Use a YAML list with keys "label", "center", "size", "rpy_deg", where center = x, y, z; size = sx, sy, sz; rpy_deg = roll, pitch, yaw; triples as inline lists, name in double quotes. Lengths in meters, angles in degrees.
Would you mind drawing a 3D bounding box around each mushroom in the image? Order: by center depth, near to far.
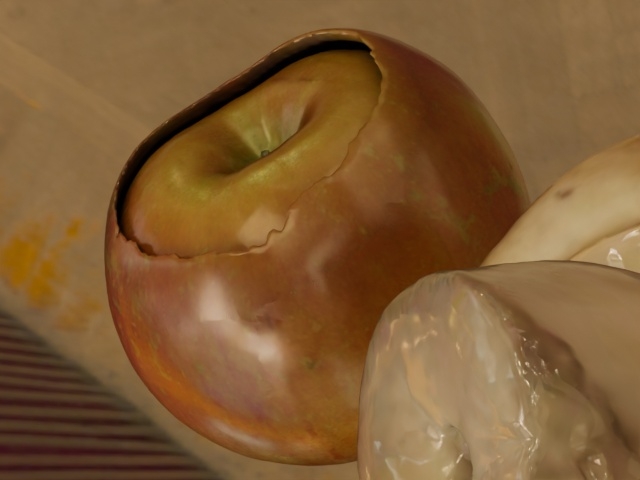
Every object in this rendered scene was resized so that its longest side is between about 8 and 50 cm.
- label: "mushroom"
  center: [0.165, 0.108, 0.654]
  size: [0.353, 0.325, 0.353]
  rpy_deg: [5, 68, -14]

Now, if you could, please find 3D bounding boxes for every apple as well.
- label: "apple"
  center: [0.000, 0.000, 0.939]
  size: [0.236, 0.237, 0.208]
  rpy_deg: [-12, 113, 19]
